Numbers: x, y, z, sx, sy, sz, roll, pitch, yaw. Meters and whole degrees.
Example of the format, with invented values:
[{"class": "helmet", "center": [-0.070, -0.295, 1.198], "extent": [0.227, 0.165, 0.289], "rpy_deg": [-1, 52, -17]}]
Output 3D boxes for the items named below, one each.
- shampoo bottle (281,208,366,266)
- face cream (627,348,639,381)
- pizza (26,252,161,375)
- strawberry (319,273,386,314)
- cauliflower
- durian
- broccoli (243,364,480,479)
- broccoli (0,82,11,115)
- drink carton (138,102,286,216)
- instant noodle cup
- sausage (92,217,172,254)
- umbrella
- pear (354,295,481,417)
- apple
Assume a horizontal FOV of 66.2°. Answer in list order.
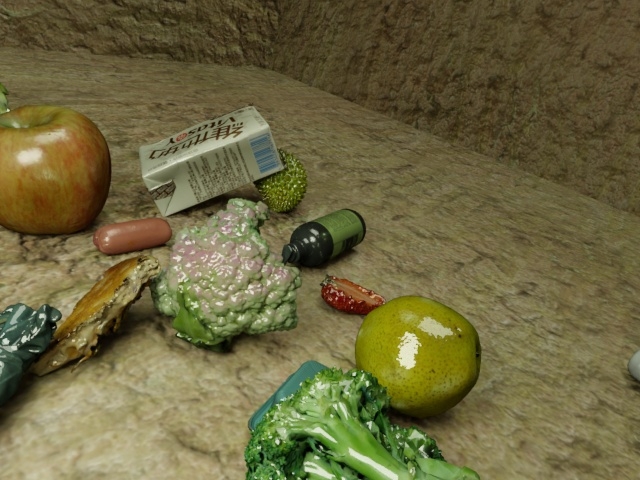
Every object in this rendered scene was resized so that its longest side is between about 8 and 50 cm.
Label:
[{"class": "shampoo bottle", "center": [0.000, 0.000, 1.138], "extent": [0.101, 0.101, 0.283], "rpy_deg": [28, 28, 24]}, {"class": "face cream", "center": [0.771, 0.327, 0.928], "extent": [0.162, 0.080, 0.337], "rpy_deg": [-1, 29, -31]}, {"class": "pizza", "center": [-0.316, 0.105, 0.730], "extent": [0.069, 0.147, 0.226], "rpy_deg": [52, 28, -24]}, {"class": "strawberry", "center": [0.064, 0.118, 1.004], "extent": [0.152, 0.048, 0.104], "rpy_deg": [26, 17, -9]}, {"class": "cauliflower", "center": [-0.156, 0.064, 0.855], "extent": [0.256, 0.239, 0.315], "rpy_deg": [-23, 4, 8]}, {"class": "durian", "center": [-0.103, -0.168, 1.344], "extent": [0.146, 0.159, 0.198], "rpy_deg": [-20, 40, 11]}, {"class": "broccoli", "center": [0.048, 0.263, 0.496], "extent": [0.261, 0.270, 0.241], "rpy_deg": [1, -13, -30]}, {"class": "broccoli", "center": [-0.741, -0.282, 1.033], "extent": [0.251, 0.362, 0.221], "rpy_deg": [-22, 33, 9]}, {"class": "drink carton", "center": [-0.272, -0.209, 1.223], "extent": [0.324, 0.132, 0.194], "rpy_deg": [-24, 36, -8]}, {"class": "instant noodle cup", "center": [0.009, 0.244, 0.693], "extent": [0.179, 0.070, 0.157], "rpy_deg": [23, 25, 17]}, {"class": "sausage", "center": [-0.378, -0.010, 0.995], "extent": [0.062, 0.062, 0.154], "rpy_deg": [33, 30, 32]}, {"class": "umbrella", "center": [-0.414, 0.191, 0.521], "extent": [0.094, 0.143, 0.349], "rpy_deg": [54, 24, -23]}, {"class": "pear", "center": [0.154, 0.181, 0.776], "extent": [0.198, 0.198, 0.198], "rpy_deg": [12, 26, -6]}, {"class": "apple", "center": [-0.544, -0.129, 0.966], "extent": [0.264, 0.265, 0.264], "rpy_deg": [12, 26, -6]}]
